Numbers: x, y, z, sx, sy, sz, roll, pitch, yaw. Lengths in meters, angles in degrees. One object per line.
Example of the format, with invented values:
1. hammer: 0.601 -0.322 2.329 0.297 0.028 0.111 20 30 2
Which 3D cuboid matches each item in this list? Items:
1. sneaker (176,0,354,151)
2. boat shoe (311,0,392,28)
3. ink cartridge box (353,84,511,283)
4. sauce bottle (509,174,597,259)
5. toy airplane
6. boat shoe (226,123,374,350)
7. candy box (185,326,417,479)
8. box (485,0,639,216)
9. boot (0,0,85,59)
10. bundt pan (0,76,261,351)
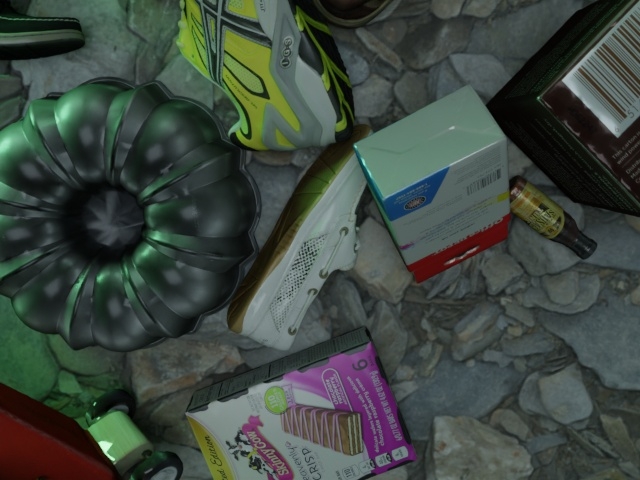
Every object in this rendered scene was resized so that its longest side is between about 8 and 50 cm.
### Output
1. sneaker: -0.095 -0.252 0.716 0.147 0.145 0.384 -17 115 17
2. boat shoe: 0.116 -0.377 0.750 0.123 0.123 0.342 42 95 -6
3. ink cartridge box: 0.131 -0.049 0.779 0.134 0.231 0.078 -27 61 2
4. sauce bottle: 0.271 -0.025 0.840 0.128 0.042 0.042 35 95 -4
5. toy airplane: -0.349 0.231 0.687 0.384 0.386 0.272 43 82 -5
6. boat shoe: 0.000 0.000 0.817 0.096 0.098 0.277 31 94 -18
7. candy box: -0.022 0.222 0.851 0.233 0.071 0.159 -22 98 2
8. box: 0.307 -0.144 0.745 0.167 0.203 0.168 43 95 -6
9. boot: -0.381 -0.291 0.772 0.236 0.085 0.178 0 94 -3
10. bundt pan: -0.231 -0.022 0.790 0.331 0.124 0.330 0 97 -2
